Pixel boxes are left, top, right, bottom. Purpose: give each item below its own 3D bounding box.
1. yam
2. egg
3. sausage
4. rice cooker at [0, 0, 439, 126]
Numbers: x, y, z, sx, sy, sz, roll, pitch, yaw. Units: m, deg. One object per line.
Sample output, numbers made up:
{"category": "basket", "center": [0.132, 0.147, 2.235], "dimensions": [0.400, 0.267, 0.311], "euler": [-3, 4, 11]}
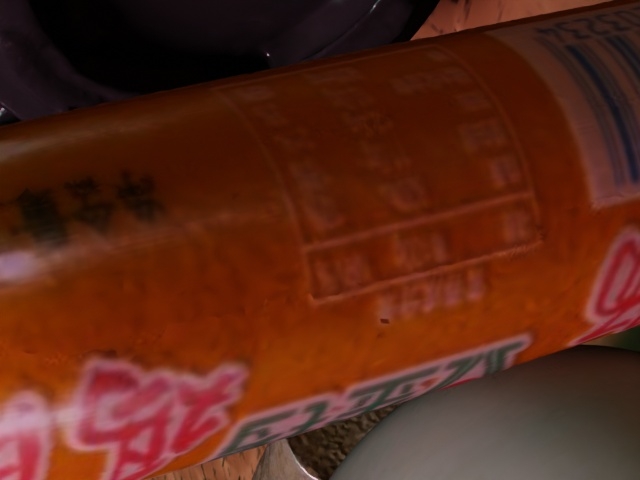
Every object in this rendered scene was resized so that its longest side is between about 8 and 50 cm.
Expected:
{"category": "yam", "center": [-0.005, 0.131, 0.737], "dimensions": [0.068, 0.068, 0.169], "euler": [59, 145, 30]}
{"category": "egg", "center": [0.067, 0.132, 0.498], "dimensions": [0.168, 0.168, 0.231], "euler": [55, 147, 35]}
{"category": "sausage", "center": [0.000, 0.000, 0.415], "dimensions": [0.093, 0.312, 0.093], "euler": [36, 133, 51]}
{"category": "rice cooker", "center": [-0.072, -0.163, 0.548], "dimensions": [0.224, 0.267, 0.267], "euler": [61, 148, 36]}
